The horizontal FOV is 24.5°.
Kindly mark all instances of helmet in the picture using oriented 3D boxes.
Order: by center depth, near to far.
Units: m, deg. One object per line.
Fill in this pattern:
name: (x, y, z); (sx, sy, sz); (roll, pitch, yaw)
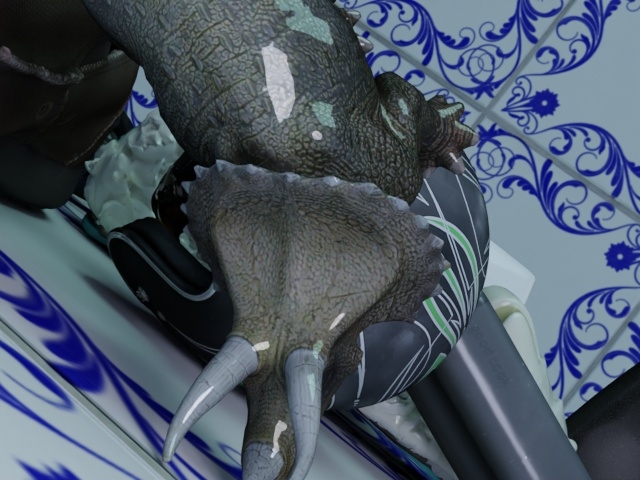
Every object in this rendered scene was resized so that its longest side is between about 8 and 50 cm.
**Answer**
helmet: (0.000, 0.000, 0.690); (0.161, 0.169, 0.169); (15, -16, 42)

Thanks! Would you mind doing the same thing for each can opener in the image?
can opener: (0.087, 0.046, 0.807); (0.283, 0.095, 0.076); (60, -27, 2)

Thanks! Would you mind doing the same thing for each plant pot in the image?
plant pot: (0.246, 0.189, 1.100); (0.188, 0.167, 0.187); (37, -1, 13)

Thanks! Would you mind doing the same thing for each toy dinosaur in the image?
toy dinosaur: (-0.027, -0.069, 0.530); (0.313, 0.121, 0.160); (66, 9, 12)

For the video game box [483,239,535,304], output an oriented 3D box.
video game box: (0.008, 0.014, 0.995); (0.205, 0.048, 0.187); (38, -37, -10)

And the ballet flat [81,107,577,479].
ballet flat: (0.044, 0.054, 0.883); (0.409, 0.147, 0.147); (39, 0, -11)

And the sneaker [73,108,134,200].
sneaker: (-0.175, -0.097, 0.880); (0.124, 0.107, 0.283); (44, 1, 17)

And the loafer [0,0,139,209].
loafer: (-0.158, -0.105, 0.642); (0.134, 0.130, 0.366); (38, 0, 2)
